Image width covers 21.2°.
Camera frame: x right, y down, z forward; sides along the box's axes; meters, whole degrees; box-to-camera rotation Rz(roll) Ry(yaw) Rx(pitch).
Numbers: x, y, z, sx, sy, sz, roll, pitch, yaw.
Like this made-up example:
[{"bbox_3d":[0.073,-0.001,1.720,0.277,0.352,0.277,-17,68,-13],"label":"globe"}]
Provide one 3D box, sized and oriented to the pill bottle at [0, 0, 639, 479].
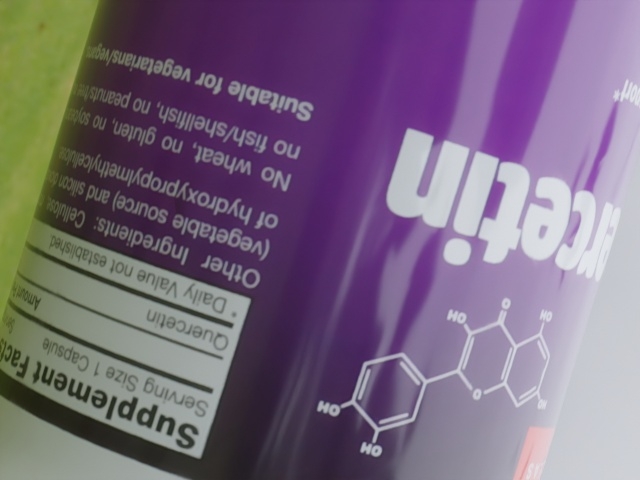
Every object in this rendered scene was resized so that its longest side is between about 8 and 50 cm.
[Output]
[{"bbox_3d":[0.000,0.000,0.550,0.181,0.181,0.323,-30,136,-89],"label":"pill bottle"}]
